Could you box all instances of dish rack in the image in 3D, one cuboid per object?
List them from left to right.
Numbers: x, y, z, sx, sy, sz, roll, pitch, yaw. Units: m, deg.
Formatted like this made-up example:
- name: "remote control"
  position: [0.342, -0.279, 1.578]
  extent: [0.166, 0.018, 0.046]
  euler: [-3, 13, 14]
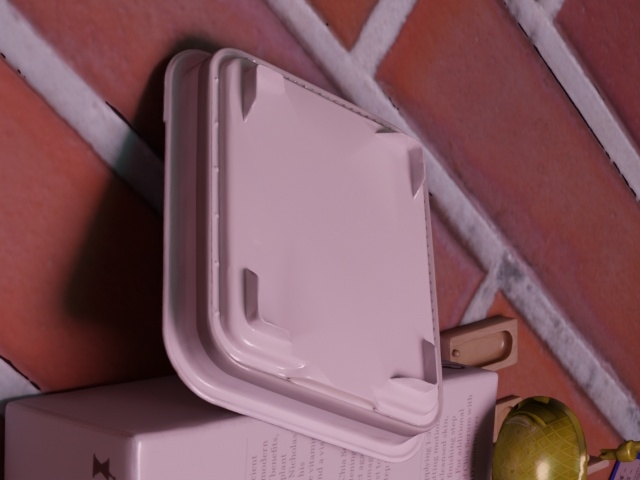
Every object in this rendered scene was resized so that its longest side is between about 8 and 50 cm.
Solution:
- name: "dish rack"
  position: [0.000, 0.000, 1.468]
  extent: [0.285, 0.072, 0.333]
  euler: [24, 52, -36]

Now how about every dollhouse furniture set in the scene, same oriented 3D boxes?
- name: "dollhouse furniture set"
  position: [0.207, 0.166, 1.815]
  extent: [0.144, 0.123, 0.151]
  euler: [-12, 105, -46]

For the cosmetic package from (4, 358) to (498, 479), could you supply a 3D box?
- name: "cosmetic package"
  position: [-0.049, 0.232, 1.517]
  extent: [0.453, 0.161, 0.230]
  euler: [-4, 101, -48]

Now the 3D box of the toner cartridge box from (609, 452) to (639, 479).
- name: "toner cartridge box"
  position: [0.441, 0.407, 2.150]
  extent: [0.348, 0.075, 0.165]
  euler: [43, 66, -43]

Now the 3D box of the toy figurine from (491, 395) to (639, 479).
- name: "toy figurine"
  position: [0.146, 0.323, 1.501]
  extent: [0.217, 0.191, 0.362]
  euler: [3, 96, -43]
